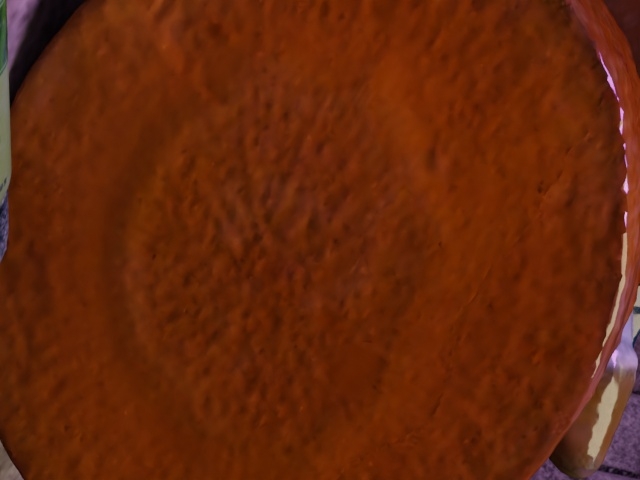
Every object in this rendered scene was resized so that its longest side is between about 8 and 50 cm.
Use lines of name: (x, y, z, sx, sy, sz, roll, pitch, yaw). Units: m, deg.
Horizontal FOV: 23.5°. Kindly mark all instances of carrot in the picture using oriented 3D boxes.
carrot: (0.000, 0.000, 0.614, 0.100, 0.258, 0.307, -65, -179, -70)

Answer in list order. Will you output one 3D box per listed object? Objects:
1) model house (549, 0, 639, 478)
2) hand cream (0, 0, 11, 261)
model house: (0.143, -0.024, 0.744, 0.253, 0.184, 0.291, -19, -122, 54)
hand cream: (-0.129, -0.045, 0.492, 0.095, 0.046, 0.175, -44, 154, -42)
